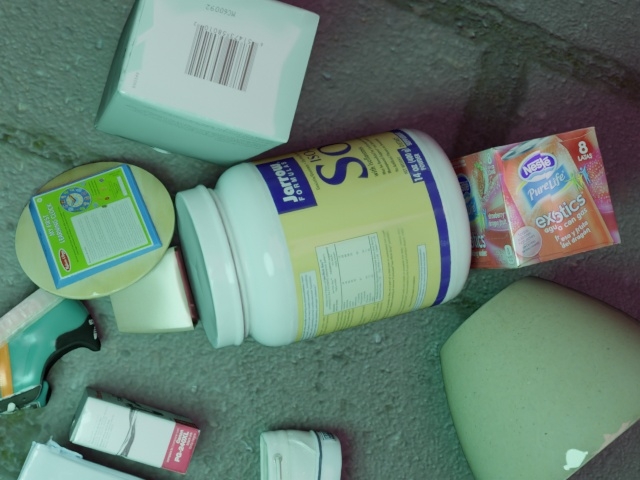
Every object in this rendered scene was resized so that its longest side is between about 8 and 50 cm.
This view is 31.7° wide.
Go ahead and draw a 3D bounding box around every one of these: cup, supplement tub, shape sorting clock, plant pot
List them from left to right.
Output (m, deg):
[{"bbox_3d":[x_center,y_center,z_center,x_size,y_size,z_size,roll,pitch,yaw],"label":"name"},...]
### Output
[{"bbox_3d":[-0.286,-0.014,1.434,0.206,0.040,0.206,-2,56,2],"label":"shape sorting clock"},{"bbox_3d":[-0.220,0.071,1.463,0.096,0.109,0.109,-14,92,-4],"label":"plant pot"},{"bbox_3d":[0.000,0.000,1.446,0.331,0.241,0.241,-14,92,-14],"label":"supplement tub"},{"bbox_3d":[0.298,0.188,1.504,0.331,0.331,0.237,-35,72,-12],"label":"cup"}]

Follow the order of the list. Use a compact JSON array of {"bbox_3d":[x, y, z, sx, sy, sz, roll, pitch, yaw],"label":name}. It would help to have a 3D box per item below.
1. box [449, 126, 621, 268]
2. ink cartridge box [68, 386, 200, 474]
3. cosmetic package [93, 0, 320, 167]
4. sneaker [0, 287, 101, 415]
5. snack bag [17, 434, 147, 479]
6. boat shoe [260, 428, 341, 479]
[{"bbox_3d":[0.250,-0.050,1.478,0.142,0.300,0.154,-13,91,-12],"label":"box"},{"bbox_3d":[-0.241,0.243,1.446,0.150,0.109,0.063,20,85,-13],"label":"ink cartridge box"},{"bbox_3d":[-0.150,-0.193,1.349,0.197,0.365,0.155,15,86,-16],"label":"cosmetic package"},{"bbox_3d":[-0.409,0.184,1.407,0.302,0.108,0.121,-41,94,-13],"label":"sneaker"},{"bbox_3d":[-0.287,0.447,1.406,0.323,0.037,0.342,29,83,-34],"label":"snack bag"},{"bbox_3d":[-0.073,0.427,1.471,0.157,0.136,0.367,10,83,-14],"label":"boat shoe"}]
